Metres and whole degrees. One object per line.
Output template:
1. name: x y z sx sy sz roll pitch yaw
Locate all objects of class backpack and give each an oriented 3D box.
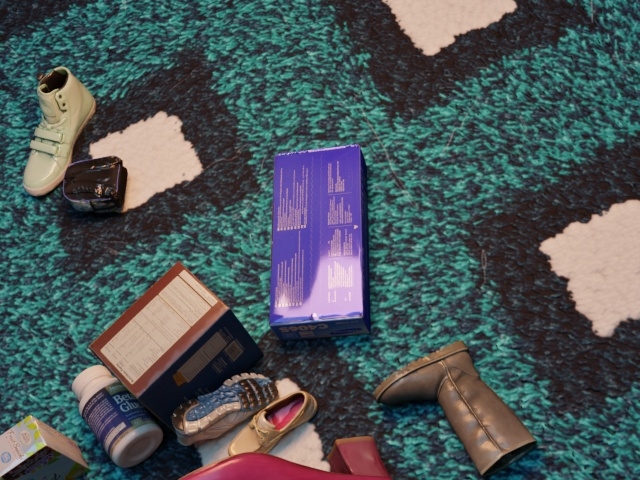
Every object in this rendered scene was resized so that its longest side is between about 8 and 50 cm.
1. backpack: -0.434 -0.102 1.914 0.114 0.084 0.105 -5 61 6

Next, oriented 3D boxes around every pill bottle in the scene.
1. pill bottle: -0.349 0.293 1.672 0.094 0.094 0.169 -41 60 -9

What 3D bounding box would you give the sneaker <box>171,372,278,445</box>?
1. sneaker: -0.160 0.285 1.646 0.191 0.083 0.071 -18 53 -23

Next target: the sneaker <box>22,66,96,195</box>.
1. sneaker: -0.549 -0.225 1.973 0.094 0.151 0.255 12 67 19

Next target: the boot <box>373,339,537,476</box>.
1. boot: 0.208 0.280 1.557 0.190 0.076 0.208 -29 66 1

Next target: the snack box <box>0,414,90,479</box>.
1. snack box: -0.508 0.390 1.614 0.207 0.174 0.070 -34 63 -6

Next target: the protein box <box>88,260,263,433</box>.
1. protein box: -0.234 0.183 1.640 0.201 0.200 0.136 -44 61 -11

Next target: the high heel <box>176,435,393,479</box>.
1. high heel: -0.053 0.406 1.456 0.377 0.127 0.181 -11 53 -17

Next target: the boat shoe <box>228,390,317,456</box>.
1. boat shoe: -0.085 0.300 1.620 0.170 0.059 0.063 -37 60 -7

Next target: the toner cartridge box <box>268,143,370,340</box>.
1. toner cartridge box: 0.000 0.000 1.752 0.165 0.075 0.347 -6 61 13
